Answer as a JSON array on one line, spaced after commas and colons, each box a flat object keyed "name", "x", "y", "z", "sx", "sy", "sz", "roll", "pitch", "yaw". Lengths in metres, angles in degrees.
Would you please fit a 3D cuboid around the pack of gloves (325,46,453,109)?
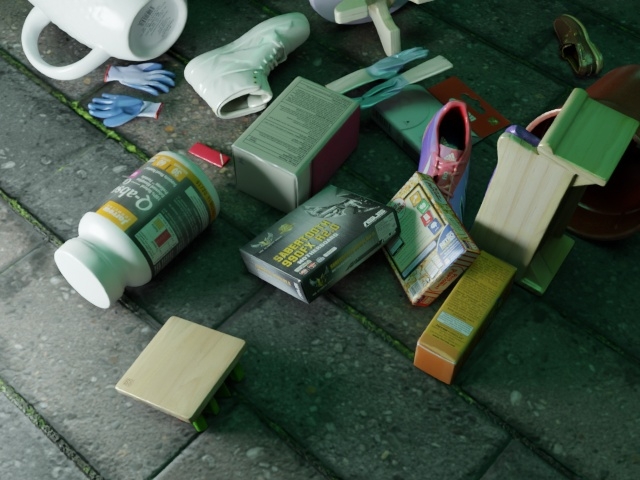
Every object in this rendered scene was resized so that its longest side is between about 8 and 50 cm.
[{"name": "pack of gloves", "x": 0.143, "y": -0.323, "z": 1.873, "sx": 0.232, "sy": 0.046, "sz": 0.195, "roll": -25, "pitch": 30, "yaw": -1}]

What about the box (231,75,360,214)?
[{"name": "box", "x": -0.044, "y": -0.183, "z": 1.755, "sx": 0.149, "sy": 0.126, "sz": 0.232, "roll": 27, "pitch": 57, "yaw": 19}]

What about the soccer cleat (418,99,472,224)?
[{"name": "soccer cleat", "x": 0.226, "y": -0.108, "z": 1.676, "sx": 0.109, "sy": 0.116, "sz": 0.318, "roll": 10, "pitch": 68, "yaw": -1}]

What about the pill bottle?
[{"name": "pill bottle", "x": -0.322, "y": -0.020, "z": 1.606, "sx": 0.162, "sy": 0.162, "sz": 0.278, "roll": 31, "pitch": 58, "yaw": 21}]

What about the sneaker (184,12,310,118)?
[{"name": "sneaker", "x": -0.120, "y": -0.358, "z": 1.911, "sx": 0.293, "sy": 0.108, "sz": 0.169, "roll": -30, "pitch": 59, "yaw": -10}]

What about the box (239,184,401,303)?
[{"name": "box", "x": 0.000, "y": 0.000, "z": 1.617, "sx": 0.231, "sy": 0.056, "sz": 0.183, "roll": -36, "pitch": 37, "yaw": -24}]

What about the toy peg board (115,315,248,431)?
[{"name": "toy peg board", "x": -0.217, "y": 0.226, "z": 1.483, "sx": 0.161, "sy": 0.079, "sz": 0.161, "roll": 14, "pitch": 51, "yaw": 30}]

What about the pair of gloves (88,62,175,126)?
[{"name": "pair of gloves", "x": -0.398, "y": -0.310, "z": 1.918, "sx": 0.159, "sy": 0.023, "sz": 0.198, "roll": 6, "pitch": 52, "yaw": 7}]

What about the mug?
[{"name": "mug", "x": -0.483, "y": -0.508, "z": 1.940, "sx": 0.328, "sy": 0.276, "sz": 0.374, "roll": 41, "pitch": 88, "yaw": 22}]

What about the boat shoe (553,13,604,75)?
[{"name": "boat shoe", "x": 0.554, "y": -0.430, "z": 1.987, "sx": 0.060, "sy": 0.064, "sz": 0.178, "roll": -13, "pitch": 56, "yaw": -13}]

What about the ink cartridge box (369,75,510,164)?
[{"name": "ink cartridge box", "x": 0.247, "y": -0.263, "z": 1.864, "sx": 0.232, "sy": 0.066, "sz": 0.189, "roll": -31, "pitch": 58, "yaw": -17}]

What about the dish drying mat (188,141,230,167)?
[{"name": "dish drying mat", "x": -0.223, "y": -0.172, "z": 1.820, "sx": 0.083, "sy": 0.008, "sz": 0.032, "roll": 27, "pitch": 58, "yaw": 19}]

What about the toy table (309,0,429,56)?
[{"name": "toy table", "x": 0.128, "y": -0.543, "z": 1.978, "sx": 0.274, "sy": 0.252, "sz": 0.161, "roll": -27, "pitch": 41, "yaw": -7}]

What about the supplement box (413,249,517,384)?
[{"name": "supplement box", "x": 0.249, "y": 0.128, "z": 1.547, "sx": 0.080, "sy": 0.078, "sz": 0.233, "roll": 26, "pitch": 57, "yaw": 19}]

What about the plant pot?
[{"name": "plant pot", "x": 0.548, "y": -0.184, "z": 1.689, "sx": 0.272, "sy": 0.272, "sz": 0.265, "roll": 31, "pitch": 50, "yaw": 21}]

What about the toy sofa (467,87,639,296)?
[{"name": "toy sofa", "x": 0.375, "y": -0.082, "z": 1.532, "sx": 0.177, "sy": 0.362, "sz": 0.150, "roll": 30, "pitch": 58, "yaw": 15}]

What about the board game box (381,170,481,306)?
[{"name": "board game box", "x": 0.180, "y": -0.004, "z": 1.608, "sx": 0.045, "sy": 0.147, "sz": 0.193, "roll": 12, "pitch": 40, "yaw": -43}]
